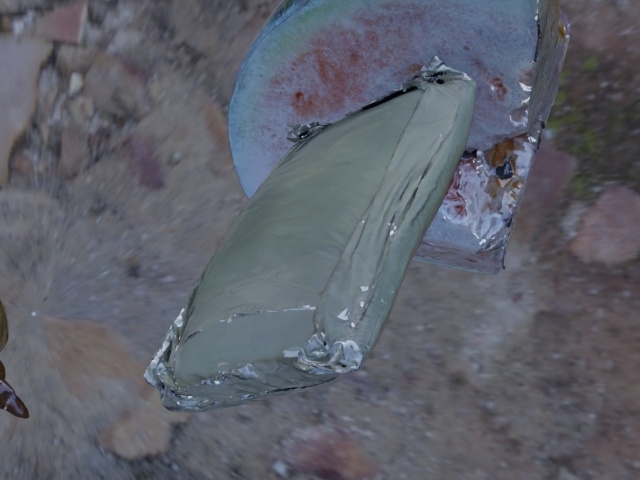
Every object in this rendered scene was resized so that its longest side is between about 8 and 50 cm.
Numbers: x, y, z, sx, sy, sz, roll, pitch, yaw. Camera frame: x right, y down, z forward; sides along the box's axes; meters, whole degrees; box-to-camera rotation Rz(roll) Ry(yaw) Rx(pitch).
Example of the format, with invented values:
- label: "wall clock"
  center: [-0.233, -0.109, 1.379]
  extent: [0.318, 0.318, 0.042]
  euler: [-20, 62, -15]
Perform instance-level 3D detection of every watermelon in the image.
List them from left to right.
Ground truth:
- label: "watermelon"
  center: [0.057, -0.115, 1.065]
  extent: [0.188, 0.321, 0.175]
  euler: [16, 53, 5]

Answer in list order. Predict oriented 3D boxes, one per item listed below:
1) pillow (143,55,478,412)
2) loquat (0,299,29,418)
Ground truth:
- label: "pillow"
  center: [0.000, 0.000, 0.772]
  extent: [0.053, 0.119, 0.208]
  euler: [56, 40, -28]
- label: "loquat"
  center: [-0.158, 0.044, 0.500]
  extent: [0.137, 0.137, 0.113]
  euler: [-5, 94, -10]
